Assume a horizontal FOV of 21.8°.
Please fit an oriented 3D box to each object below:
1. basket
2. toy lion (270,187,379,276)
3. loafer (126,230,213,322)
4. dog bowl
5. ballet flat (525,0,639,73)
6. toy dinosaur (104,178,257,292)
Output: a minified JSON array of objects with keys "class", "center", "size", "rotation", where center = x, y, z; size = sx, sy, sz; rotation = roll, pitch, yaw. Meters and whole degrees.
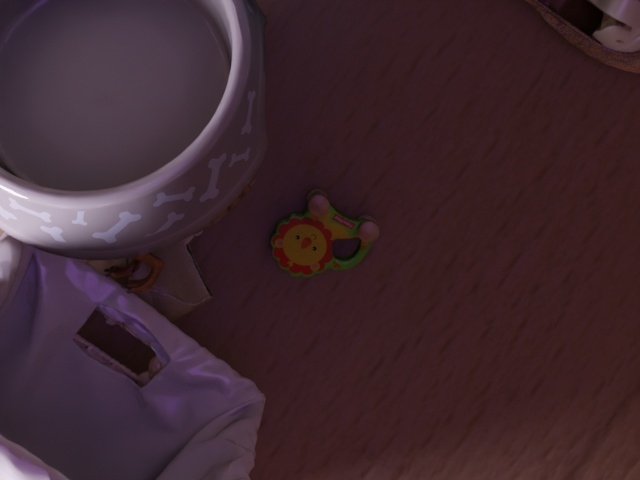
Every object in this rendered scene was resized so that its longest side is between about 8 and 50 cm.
[{"class":"basket","center":[-0.268,0.225,1.610],"size":[0.328,0.331,0.266],"rotation":[36,115,-13]},{"class":"toy lion","center":[0.000,0.000,1.788],"size":[0.100,0.034,0.096],"rotation":[27,103,-13]},{"class":"loafer","center":[-0.166,-0.040,1.724],"size":[0.092,0.102,0.268],"rotation":[-9,111,-8]},{"class":"dog bowl","center":[-0.214,-0.161,1.603],"size":[0.349,0.102,0.349],"rotation":[-1,72,4]},{"class":"ballet flat","center":[0.273,-0.261,1.737],"size":[0.316,0.106,0.107],"rotation":[26,96,-13]},{"class":"toy dinosaur","center":[-0.173,-0.010,1.646],"size":[0.211,0.064,0.112],"rotation":[6,109,-8]}]
